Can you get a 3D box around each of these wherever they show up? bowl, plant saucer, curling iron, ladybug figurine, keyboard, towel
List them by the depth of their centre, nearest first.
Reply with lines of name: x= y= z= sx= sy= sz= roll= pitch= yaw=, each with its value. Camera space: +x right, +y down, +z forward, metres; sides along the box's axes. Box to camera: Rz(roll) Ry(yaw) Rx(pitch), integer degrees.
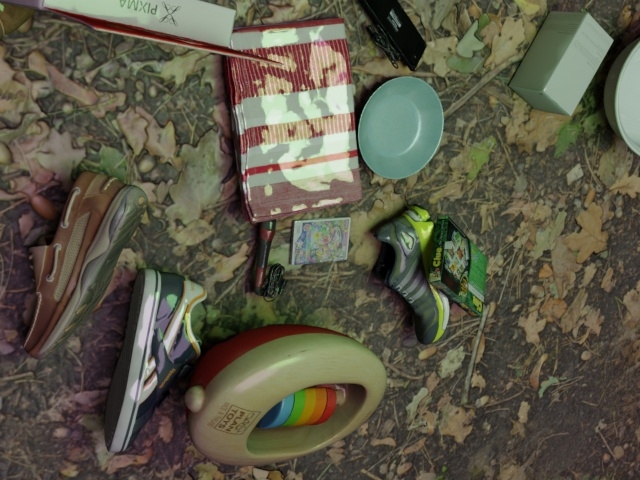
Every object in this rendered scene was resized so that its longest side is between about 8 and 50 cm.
towel: x=-0.040 y=-0.208 z=1.307 sx=0.237 sy=0.037 sz=0.328 roll=-14 pitch=107 yaw=-27
ladybug figurine: x=-0.068 y=0.264 z=1.358 sx=0.449 sy=0.162 sz=0.305 roll=17 pitch=118 yaw=-50
keyboard: x=0.118 y=-0.388 z=1.366 sx=0.192 sy=0.038 sz=0.100 roll=46 pitch=58 yaw=-32
curling iron: x=-0.089 y=-0.023 z=1.368 sx=0.068 sy=0.035 sz=0.273 roll=-13 pitch=110 yaw=-49
plant saucer: x=0.145 y=-0.214 z=1.431 sx=0.195 sy=0.037 sz=0.194 roll=-10 pitch=112 yaw=-26
bowl: x=0.733 y=-0.329 z=1.659 sx=0.298 sy=0.134 sz=0.297 roll=-5 pitch=106 yaw=-17

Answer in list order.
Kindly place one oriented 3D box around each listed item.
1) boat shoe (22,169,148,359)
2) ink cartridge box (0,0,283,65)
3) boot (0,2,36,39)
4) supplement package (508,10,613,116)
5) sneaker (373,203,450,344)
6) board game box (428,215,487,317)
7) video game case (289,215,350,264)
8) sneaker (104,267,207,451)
boat shoe: x=-0.388 y=0.035 z=1.177 sx=0.116 sy=0.123 sz=0.324 roll=31 pitch=100 yaw=-1
ink cartridge box: x=-0.232 y=-0.304 z=1.004 sx=0.296 sy=0.261 sz=0.066 roll=-2 pitch=109 yaw=-47
boot: x=-0.475 y=-0.414 z=0.975 sx=0.115 sy=0.112 sz=0.305 roll=-45 pitch=131 yaw=-28
supplement package: x=0.488 y=-0.360 z=1.538 sx=0.105 sy=0.105 sz=0.179 roll=29 pitch=91 yaw=-35
sneaker: x=0.176 y=0.080 z=1.525 sx=0.121 sy=0.111 sz=0.299 roll=-18 pitch=110 yaw=-14
board game box: x=0.284 y=0.059 z=1.529 sx=0.260 sy=0.030 sz=0.136 roll=36 pitch=57 yaw=-54
video game case: x=0.000 y=0.000 z=1.438 sx=0.122 sy=0.011 sz=0.087 roll=-5 pitch=109 yaw=-29
sneaker: x=-0.277 y=0.212 z=1.282 sx=0.128 sy=0.126 sz=0.321 roll=12 pitch=99 yaw=-27
